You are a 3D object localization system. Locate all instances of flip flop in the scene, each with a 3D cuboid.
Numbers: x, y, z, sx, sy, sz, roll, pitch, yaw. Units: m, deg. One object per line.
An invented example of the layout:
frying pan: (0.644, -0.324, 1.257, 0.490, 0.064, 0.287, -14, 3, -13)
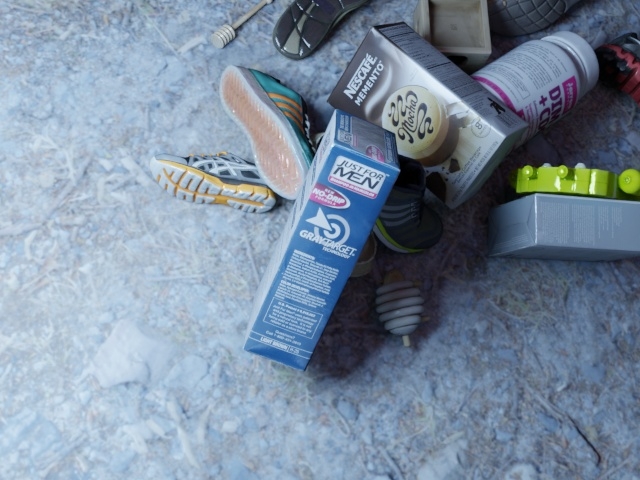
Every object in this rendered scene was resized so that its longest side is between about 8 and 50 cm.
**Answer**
flip flop: (0.013, -0.439, 1.712, 0.112, 0.080, 0.277, 41, 78, -2)

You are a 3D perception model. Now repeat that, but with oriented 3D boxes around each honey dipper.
honey dipper: (-0.139, -0.405, 1.675, 0.030, 0.030, 0.160, 41, 59, 3)

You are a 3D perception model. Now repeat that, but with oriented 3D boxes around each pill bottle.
pill bottle: (0.377, -0.274, 1.694, 0.283, 0.160, 0.160, -33, 80, -28)

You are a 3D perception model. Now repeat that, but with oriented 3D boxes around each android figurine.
android figurine: (0.450, -0.097, 1.596, 0.273, 0.248, 0.056, 9, 86, -48)

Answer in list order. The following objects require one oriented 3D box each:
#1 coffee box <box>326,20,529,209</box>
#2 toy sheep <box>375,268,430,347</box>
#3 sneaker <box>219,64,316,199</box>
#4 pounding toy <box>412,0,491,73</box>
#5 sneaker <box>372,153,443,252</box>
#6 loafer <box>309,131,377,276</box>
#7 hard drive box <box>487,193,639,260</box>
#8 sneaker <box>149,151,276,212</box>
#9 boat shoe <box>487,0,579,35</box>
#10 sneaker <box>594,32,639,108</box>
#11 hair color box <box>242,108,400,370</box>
coffee box: (0.180, -0.219, 1.572, 0.297, 0.168, 0.119, 42, 34, 14)
toy sheep: (0.133, 0.110, 1.504, 0.091, 0.091, 0.132, -10, 76, -20)
sneaker: (-0.058, -0.188, 1.529, 0.121, 0.108, 0.302, -3, 48, -35)
pounding toy: (0.209, -0.366, 1.730, 0.206, 0.094, 0.181, 0, 72, -7)
sneaker: (0.131, -0.068, 1.500, 0.300, 0.121, 0.111, 32, 52, -47)
loafer: (0.024, -0.067, 1.541, 0.102, 0.092, 0.268, -15, 73, -22)
hard drive box: (0.433, -0.017, 1.584, 0.232, 0.181, 0.089, 4, 83, -16)
sneaker: (-0.176, -0.109, 1.511, 0.215, 0.084, 0.083, 15, 61, -20)
boat shoe: (0.450, -0.518, 1.862, 0.324, 0.123, 0.116, -27, 44, -16)
sneaker: (0.678, -0.315, 1.838, 0.276, 0.097, 0.135, 44, 65, 6)
hair color box: (0.000, 0.000, 1.349, 0.105, 0.347, 0.174, 21, 23, -7)
